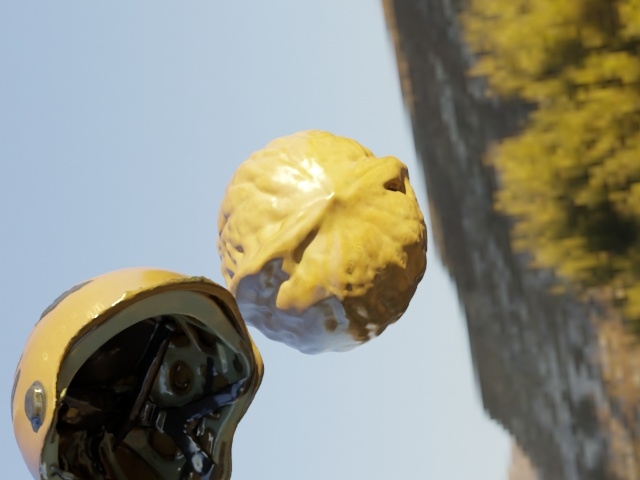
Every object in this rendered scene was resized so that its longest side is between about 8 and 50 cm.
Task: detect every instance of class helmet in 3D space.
[{"bbox_3d":[-0.157,0.109,1.423,0.198,0.130,0.224,-14,-60,-37],"label":"helmet"}]

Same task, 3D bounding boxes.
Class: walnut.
[{"bbox_3d":[0.000,0.000,1.618,0.213,0.213,0.213,-8,-90,-80],"label":"walnut"}]
